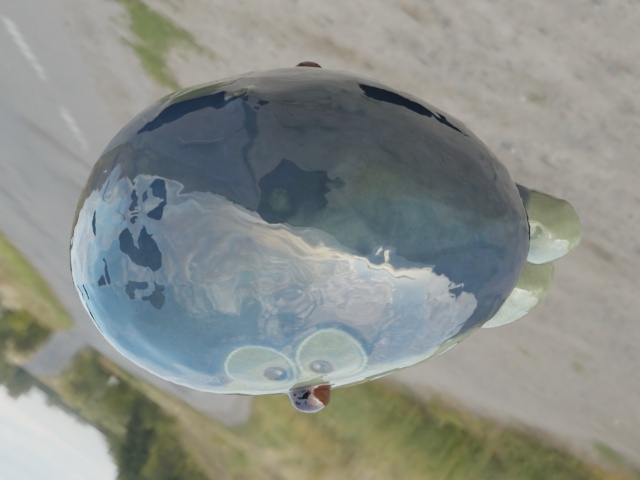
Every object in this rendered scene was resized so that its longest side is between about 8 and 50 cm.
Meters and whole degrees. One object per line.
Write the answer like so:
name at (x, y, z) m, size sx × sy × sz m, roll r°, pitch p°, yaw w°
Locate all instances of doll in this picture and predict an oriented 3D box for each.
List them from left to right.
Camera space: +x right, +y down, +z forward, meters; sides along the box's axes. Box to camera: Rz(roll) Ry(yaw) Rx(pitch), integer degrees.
doll at (0.000, 0.000, 0.605) m, size 0.228 × 0.154 × 0.258 m, roll -7°, pitch -171°, yaw 7°
